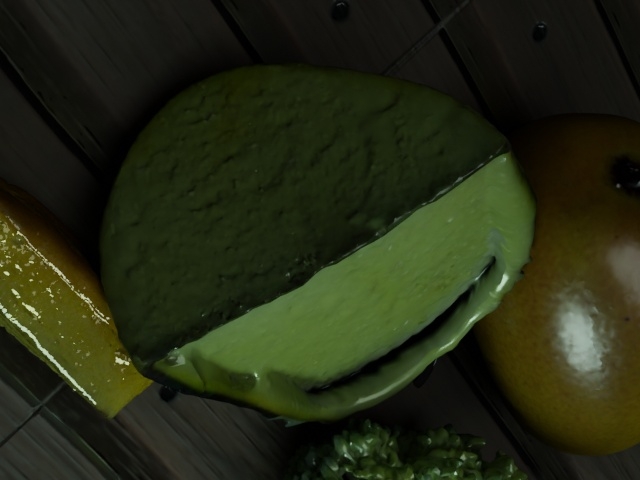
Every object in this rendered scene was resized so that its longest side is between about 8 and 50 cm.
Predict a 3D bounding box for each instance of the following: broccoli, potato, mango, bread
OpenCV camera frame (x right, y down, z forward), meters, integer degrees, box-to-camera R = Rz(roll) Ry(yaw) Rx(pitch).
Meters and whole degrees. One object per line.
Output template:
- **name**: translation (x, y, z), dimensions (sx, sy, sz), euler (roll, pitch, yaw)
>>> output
- **broccoli**: translation (0.097, 0.336, 1.216), dimensions (0.277, 0.317, 0.338), euler (-28, 156, -31)
- **potato**: translation (0.000, 0.000, 1.086), dimensions (0.330, 0.212, 0.280), euler (-32, 148, 0)
- **mango**: translation (0.248, 0.056, 1.218), dimensions (0.221, 0.264, 0.378), euler (-20, 134, -18)
- **bread**: translation (-0.215, 0.040, 0.999), dimensions (0.094, 0.102, 0.245), euler (-45, 124, -9)

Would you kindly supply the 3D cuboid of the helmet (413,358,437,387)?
- **helmet**: translation (0.096, 0.101, 1.256), dimensions (0.065, 0.049, 0.084), euler (-44, 162, -53)
